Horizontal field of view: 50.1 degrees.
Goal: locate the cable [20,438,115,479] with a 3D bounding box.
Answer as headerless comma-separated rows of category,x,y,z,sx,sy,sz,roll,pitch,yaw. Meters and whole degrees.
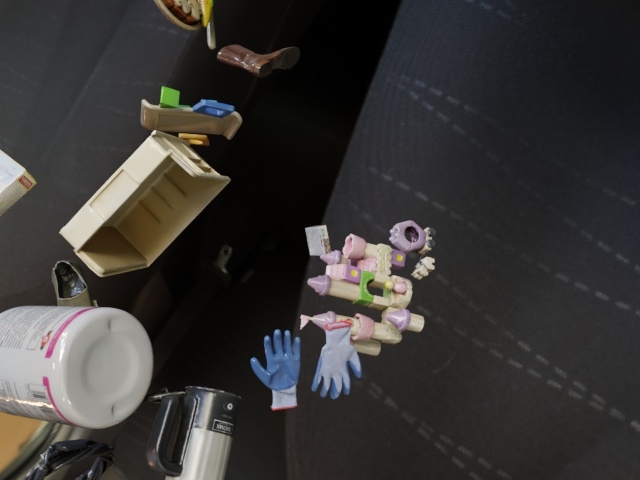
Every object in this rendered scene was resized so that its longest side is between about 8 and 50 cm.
cable,-0.435,0.414,1.192,0.047,0.150,0.184,29,-176,28

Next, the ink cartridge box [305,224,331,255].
ink cartridge box,0.000,0.000,1.469,0.115,0.029,0.062,178,81,-72

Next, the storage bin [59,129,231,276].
storage bin,-0.334,-0.071,1.332,0.123,0.262,0.260,45,-174,2

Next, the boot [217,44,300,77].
boot,-0.108,-0.321,1.182,0.114,0.106,0.037,28,135,37

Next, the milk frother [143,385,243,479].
milk frother,-0.195,0.276,0.966,0.129,0.134,0.143,22,156,-25

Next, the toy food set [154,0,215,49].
toy food set,-0.201,-0.367,0.981,0.039,0.132,0.192,-18,161,26

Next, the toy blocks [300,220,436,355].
toy blocks,0.092,0.108,1.712,0.260,0.288,0.309,16,153,-18

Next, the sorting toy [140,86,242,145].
sorting toy,-0.268,-0.257,1.411,0.196,0.047,0.348,6,174,-15

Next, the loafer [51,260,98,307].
loafer,-0.547,0.151,1.529,0.251,0.094,0.087,61,168,17

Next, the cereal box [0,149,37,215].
cereal box,-0.654,-0.070,1.234,0.173,0.240,0.047,33,160,30

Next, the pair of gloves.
pair of gloves,-0.023,0.218,1.196,0.023,0.198,0.159,-130,36,-65

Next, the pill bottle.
pill bottle,-0.391,0.174,0.981,0.283,0.160,0.160,-3,131,34
